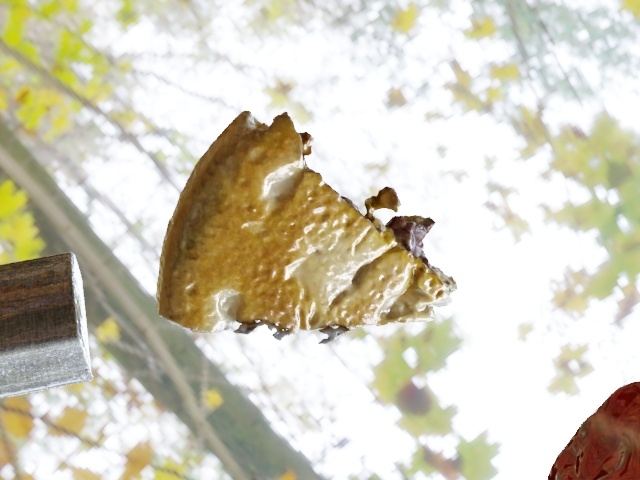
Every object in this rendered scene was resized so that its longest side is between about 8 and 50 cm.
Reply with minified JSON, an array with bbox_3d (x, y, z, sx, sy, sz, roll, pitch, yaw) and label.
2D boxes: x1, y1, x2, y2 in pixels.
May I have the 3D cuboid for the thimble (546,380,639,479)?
[{"bbox_3d":[0.147,0.106,0.428,0.163,0.189,0.125,-44,-129,30],"label":"thimble"}]

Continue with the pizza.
[{"bbox_3d":[-0.001,0.001,1.054,0.154,0.194,0.069,-67,-160,14],"label":"pizza"}]

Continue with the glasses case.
[{"bbox_3d":[-0.230,0.057,0.891,0.205,0.047,0.071,-10,-128,-3],"label":"glasses case"}]
